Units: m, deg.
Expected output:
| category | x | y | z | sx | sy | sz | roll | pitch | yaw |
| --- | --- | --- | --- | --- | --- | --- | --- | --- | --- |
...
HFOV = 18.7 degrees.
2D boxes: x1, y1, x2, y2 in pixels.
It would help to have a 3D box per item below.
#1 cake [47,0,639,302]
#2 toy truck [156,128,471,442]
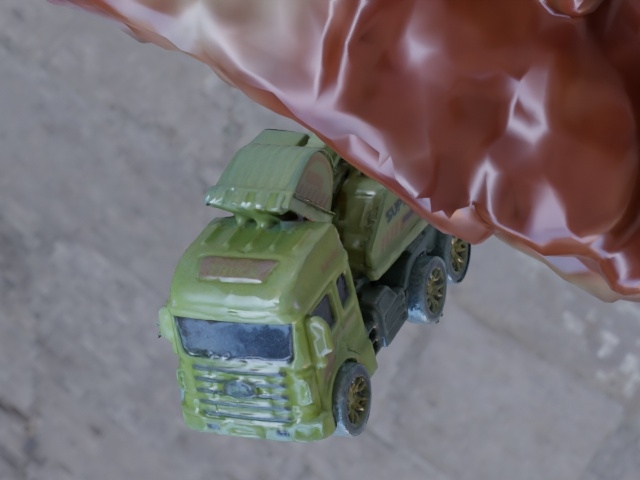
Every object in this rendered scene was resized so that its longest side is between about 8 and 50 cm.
| category | x | y | z | sx | sy | sz | roll | pitch | yaw |
| --- | --- | --- | --- | --- | --- | --- | --- | --- | --- |
| cake | 0.090 | -0.136 | 0.439 | 0.319 | 0.269 | 0.270 | 26 | 104 | 9 |
| toy truck | 0.000 | 0.000 | 0.895 | 0.085 | 0.191 | 0.116 | 4 | 123 | 27 |
